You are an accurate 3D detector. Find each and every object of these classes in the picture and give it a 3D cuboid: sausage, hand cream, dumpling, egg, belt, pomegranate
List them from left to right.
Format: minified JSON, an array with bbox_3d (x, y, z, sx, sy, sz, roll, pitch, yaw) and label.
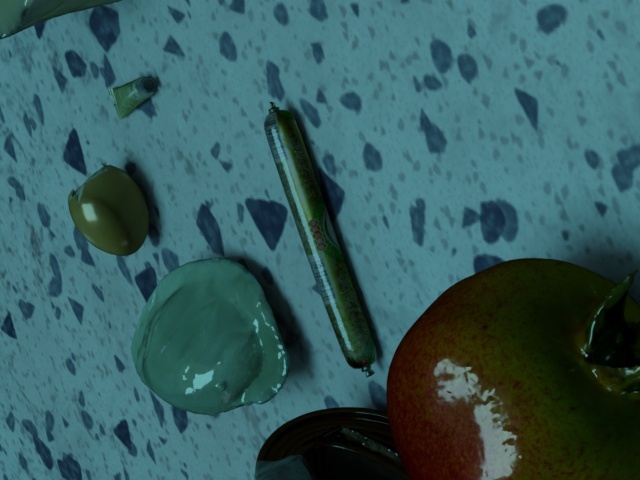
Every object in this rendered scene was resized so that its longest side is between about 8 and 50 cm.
[{"bbox_3d":[-0.221,-0.029,2.006,0.096,0.080,0.080,53,148,0],"label":"egg"},{"bbox_3d":[-0.194,-0.150,1.944,0.102,0.022,0.035,-19,94,64],"label":"hand cream"},{"bbox_3d":[-0.104,0.104,1.910,0.219,0.153,0.108,10,162,38],"label":"dumpling"},{"bbox_3d":[0.000,0.000,1.731,0.033,0.033,0.269,-10,101,58],"label":"sausage"},{"bbox_3d":[0.045,0.246,1.674,0.261,0.184,0.105,26,131,47],"label":"belt"},{"bbox_3d":[0.170,0.117,1.385,0.256,0.221,0.221,-37,77,47],"label":"pomegranate"}]

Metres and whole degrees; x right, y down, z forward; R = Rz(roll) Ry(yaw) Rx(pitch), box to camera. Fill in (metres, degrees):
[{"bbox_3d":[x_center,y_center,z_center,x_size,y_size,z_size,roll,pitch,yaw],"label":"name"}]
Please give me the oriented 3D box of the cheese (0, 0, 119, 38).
[{"bbox_3d":[-0.313,-0.360,1.864,0.332,0.153,0.292,11,119,52],"label":"cheese"}]
